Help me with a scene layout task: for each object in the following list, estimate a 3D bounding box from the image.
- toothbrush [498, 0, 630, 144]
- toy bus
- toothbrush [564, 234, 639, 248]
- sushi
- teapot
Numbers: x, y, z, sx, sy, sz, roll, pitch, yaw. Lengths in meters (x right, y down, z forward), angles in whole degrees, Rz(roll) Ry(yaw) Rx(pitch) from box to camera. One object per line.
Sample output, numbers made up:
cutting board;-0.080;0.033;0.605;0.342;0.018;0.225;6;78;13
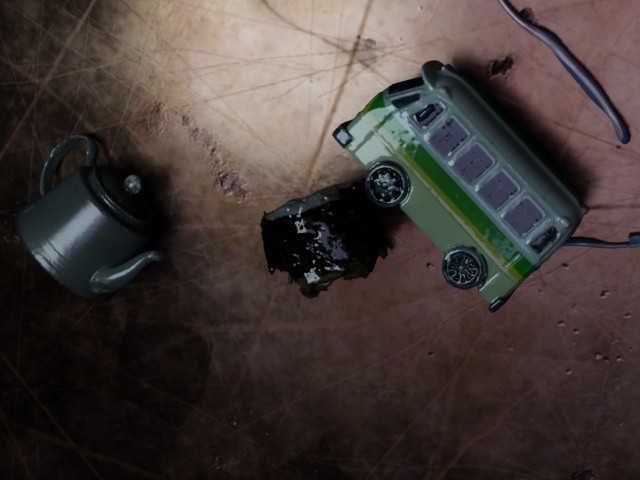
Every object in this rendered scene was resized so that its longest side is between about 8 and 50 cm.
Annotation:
toothbrush;0.266;-0.216;1.349;0.027;0.021;0.269;-40;91;28
toy bus;0.164;-0.074;1.356;0.276;0.134;0.165;48;114;4
toothbrush;0.303;0.006;1.404;0.162;0.014;0.017;-5;118;19
sushi;0.000;0.000;1.388;0.147;0.212;0.115;-17;94;3
teapot;-0.285;-0.037;1.515;0.149;0.162;0.239;-44;59;15
